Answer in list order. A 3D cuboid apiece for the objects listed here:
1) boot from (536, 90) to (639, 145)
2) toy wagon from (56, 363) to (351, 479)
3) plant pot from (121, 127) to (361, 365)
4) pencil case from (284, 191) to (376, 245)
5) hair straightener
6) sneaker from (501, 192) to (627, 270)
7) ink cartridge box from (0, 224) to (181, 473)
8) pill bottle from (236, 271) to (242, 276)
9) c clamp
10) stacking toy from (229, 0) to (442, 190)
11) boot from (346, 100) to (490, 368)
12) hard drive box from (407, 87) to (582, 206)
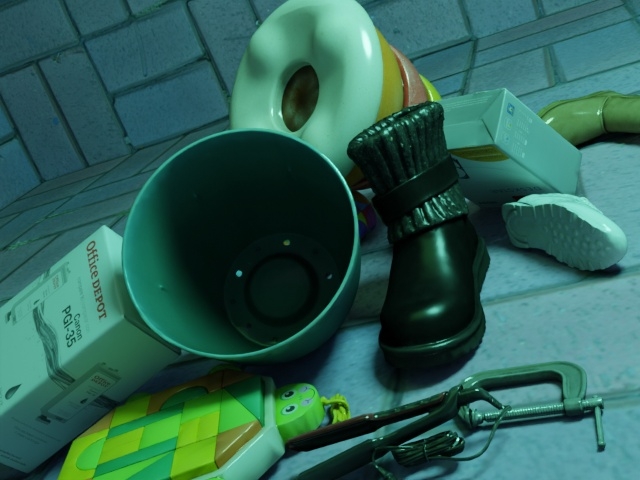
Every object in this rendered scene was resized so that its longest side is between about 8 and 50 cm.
[{"bbox_3d":[0.527,-0.208,1.332,0.236,0.089,0.269,-29,22,-18],"label":"boot"},{"bbox_3d":[-0.136,0.230,0.894,0.344,0.068,0.267,-21,20,3],"label":"toy wagon"},{"bbox_3d":[-0.080,0.034,1.025,0.293,0.293,0.235,-21,-21,3],"label":"plant pot"},{"bbox_3d":[0.000,0.000,1.323,0.104,0.104,0.236,-3,25,42],"label":"pencil case"},{"bbox_3d":[0.080,0.208,0.763,0.230,0.047,0.089,-19,56,9],"label":"hair straightener"},{"bbox_3d":[0.344,-0.026,1.053,0.095,0.090,0.235,-17,19,-15],"label":"sneaker"},{"bbox_3d":[-0.348,0.144,1.059,0.283,0.117,0.207,-38,42,8],"label":"ink cartridge box"},{"bbox_3d":[-0.112,0.084,1.227,0.160,0.087,0.087,-9,23,32],"label":"pill bottle"},{"bbox_3d":[0.207,0.162,0.782,0.161,0.022,0.137,-11,22,27],"label":"c clamp"},{"bbox_3d":[0.113,-0.208,1.371,0.480,0.350,0.351,8,-4,-41],"label":"stacking toy"},{"bbox_3d":[0.118,-0.020,0.997,0.131,0.260,0.348,-14,20,20],"label":"boot"},{"bbox_3d":[0.266,-0.134,1.198,0.181,0.232,0.089,-1,71,47],"label":"hard drive box"}]
